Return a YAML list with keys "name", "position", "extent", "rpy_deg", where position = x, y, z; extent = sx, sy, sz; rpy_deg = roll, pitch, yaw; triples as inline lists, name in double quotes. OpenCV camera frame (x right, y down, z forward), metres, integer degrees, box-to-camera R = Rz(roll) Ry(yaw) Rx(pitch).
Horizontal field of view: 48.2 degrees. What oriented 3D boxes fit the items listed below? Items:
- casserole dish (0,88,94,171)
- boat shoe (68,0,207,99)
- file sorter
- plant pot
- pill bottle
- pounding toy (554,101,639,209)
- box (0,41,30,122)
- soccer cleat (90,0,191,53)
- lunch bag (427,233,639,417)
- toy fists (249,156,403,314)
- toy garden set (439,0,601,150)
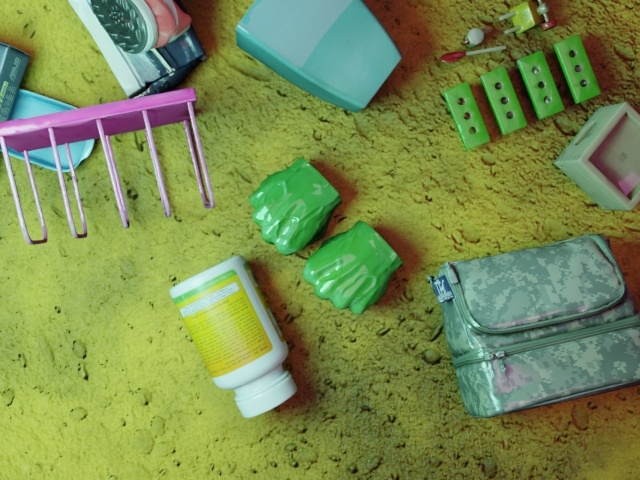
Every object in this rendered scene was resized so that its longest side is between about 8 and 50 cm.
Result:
- name: "casserole dish"
  position: [-0.476, -0.188, 1.230]
  extent: [0.188, 0.037, 0.114]
  rpy_deg: [19, 92, 0]
- name: "boat shoe"
  position: [-0.326, -0.399, 1.193]
  extent: [0.158, 0.127, 0.341]
  rpy_deg: [-31, 99, -6]
- name: "file sorter"
  position: [-0.325, -0.107, 1.124]
  extent: [0.290, 0.202, 0.182]
  rpy_deg: [-13, 94, -12]
- name: "plant pot"
  position: [0.004, -0.324, 1.171]
  extent: [0.234, 0.166, 0.165]
  rpy_deg: [37, 91, -9]
- name: "pill bottle"
  position: [-0.137, 0.160, 1.187]
  extent: [0.136, 0.136, 0.246]
  rpy_deg: [-26, 91, 1]
- name: "pounding toy"
  position: [0.536, -0.134, 1.208]
  extent: [0.206, 0.094, 0.181]
  rpy_deg: [40, 86, -10]
- name: "box"
  position: [-0.608, -0.232, 1.195]
  extent: [0.183, 0.059, 0.233]
  rpy_deg: [21, 92, 16]
- name: "soccer cleat"
  position: [-0.327, -0.427, 1.097]
  extent: [0.318, 0.116, 0.108]
  rpy_deg: [53, 134, 4]
- name: "lunch bag"
  position: [0.348, 0.135, 1.161]
  extent: [0.305, 0.212, 0.256]
  rpy_deg: [-13, 75, 0]
- name: "toy fists"
  position: [0.000, 0.000, 1.207]
  extent: [0.142, 0.096, 0.279]
  rpy_deg: [-43, 89, -9]
- name: "toy garden set"
  position: [0.322, -0.294, 1.223]
  extent: [0.244, 0.049, 0.204]
  rpy_deg: [-22, 93, 1]
